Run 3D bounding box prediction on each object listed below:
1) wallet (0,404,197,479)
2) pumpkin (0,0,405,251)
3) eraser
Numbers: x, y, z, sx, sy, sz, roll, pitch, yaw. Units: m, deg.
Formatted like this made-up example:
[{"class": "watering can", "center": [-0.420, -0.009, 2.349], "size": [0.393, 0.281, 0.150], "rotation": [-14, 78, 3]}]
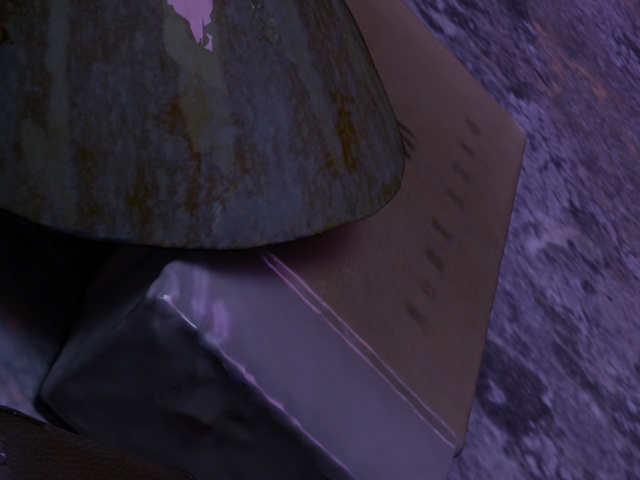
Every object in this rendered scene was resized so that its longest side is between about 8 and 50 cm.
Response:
[{"class": "wallet", "center": [-0.060, 0.145, 0.581], "size": [0.110, 0.031, 0.198], "rotation": [28, 36, -43]}, {"class": "pumpkin", "center": [-0.067, -0.096, 0.713], "size": [0.217, 0.110, 0.217], "rotation": [9, 31, -5]}, {"class": "eraser", "center": [0.000, 0.000, 0.813], "size": [0.144, 0.078, 0.343], "rotation": [45, 27, -14]}]
